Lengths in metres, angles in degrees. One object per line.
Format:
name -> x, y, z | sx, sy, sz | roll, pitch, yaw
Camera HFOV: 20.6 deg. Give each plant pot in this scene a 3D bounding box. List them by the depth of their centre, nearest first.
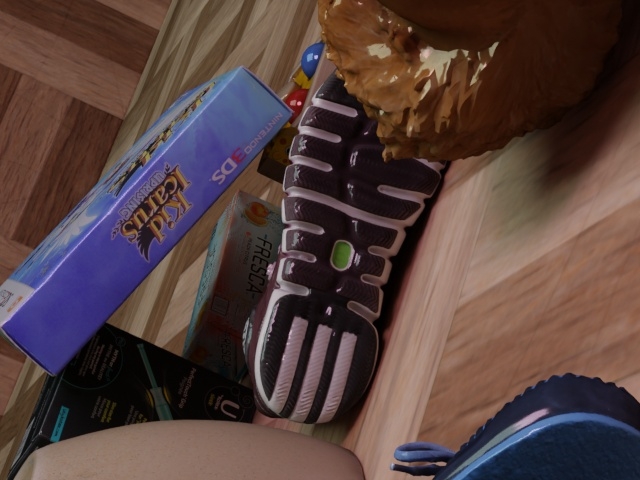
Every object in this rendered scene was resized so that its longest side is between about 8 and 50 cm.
plant pot -> -0.119, 0.228, 1.123 | 0.284, 0.191, 0.284 | -59, 14, 24

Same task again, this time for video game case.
video game case -> -0.156, -0.017, 1.413 | 0.269, 0.061, 0.244 | -48, 12, -10

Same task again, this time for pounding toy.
pounding toy -> -0.010, -0.101, 1.491 | 0.141, 0.100, 0.130 | -45, 23, 57

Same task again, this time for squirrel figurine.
squirrel figurine -> 0.042, -0.258, 1.021 | 0.370, 0.281, 0.397 | 46, 146, 43

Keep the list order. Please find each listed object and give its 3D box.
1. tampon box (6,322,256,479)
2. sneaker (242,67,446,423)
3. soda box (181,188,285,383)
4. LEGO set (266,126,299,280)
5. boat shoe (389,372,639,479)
tampon box -> -0.153, 0.161, 1.448 | 0.101, 0.161, 0.120 | -49, 19, 52
sneaker -> 0.000, 0.000, 1.263 | 0.162, 0.106, 0.281 | 142, 149, -70
soda box -> -0.074, 0.039, 1.590 | 0.063, 0.058, 0.183 | -55, 15, 39
LEGO set -> 0.013, -0.068, 1.337 | 0.227, 0.093, 0.087 | -61, 8, 19
boat shoe -> 0.055, 0.139, 0.771 | 0.258, 0.109, 0.089 | -54, 13, 34
